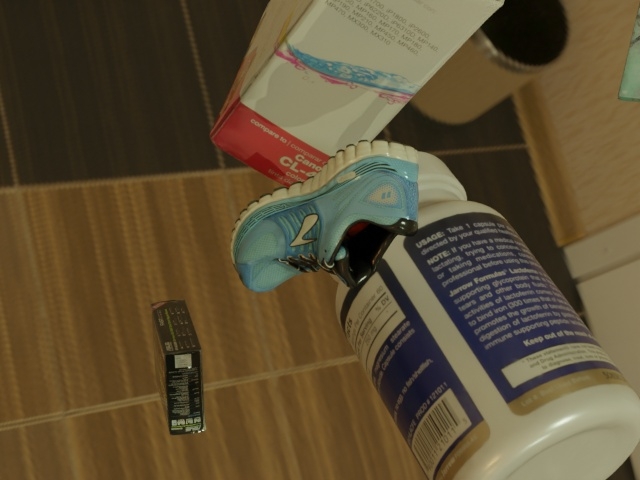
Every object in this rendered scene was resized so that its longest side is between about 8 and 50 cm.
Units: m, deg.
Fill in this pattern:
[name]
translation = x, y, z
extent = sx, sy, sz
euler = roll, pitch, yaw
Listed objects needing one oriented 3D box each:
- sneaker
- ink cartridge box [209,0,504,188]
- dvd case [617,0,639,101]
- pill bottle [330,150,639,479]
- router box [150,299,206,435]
[sneaker]
translation = 0.000, 0.000, 0.711
extent = 0.063, 0.162, 0.073
euler = 10, 59, -39
[ink cartridge box]
translation = 0.044, -0.214, 1.013
extent = 0.131, 0.306, 0.226
euler = 32, 49, -14
[dvd case]
translation = 0.323, -0.178, 1.008
extent = 0.013, 0.087, 0.119
euler = 38, 66, -60
[pill bottle]
translation = 0.103, 0.066, 0.823
extent = 0.153, 0.153, 0.264
euler = -6, 48, -31
[router box]
translation = -0.145, 0.126, 1.133
extent = 0.038, 0.122, 0.092
euler = -6, 113, -13
